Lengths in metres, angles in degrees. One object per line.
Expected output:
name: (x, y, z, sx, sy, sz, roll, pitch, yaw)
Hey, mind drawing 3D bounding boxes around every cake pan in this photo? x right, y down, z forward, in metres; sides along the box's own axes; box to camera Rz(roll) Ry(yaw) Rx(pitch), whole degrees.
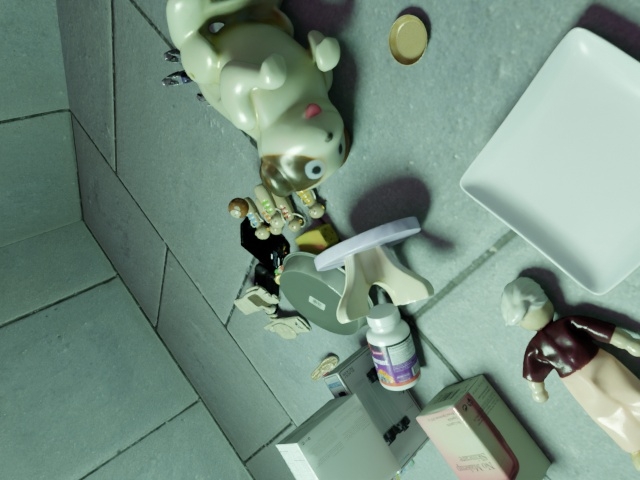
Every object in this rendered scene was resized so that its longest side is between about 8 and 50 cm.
cake pan: (0.006, 0.153, 1.180, 0.293, 0.054, 0.293, 26, 146, 19)

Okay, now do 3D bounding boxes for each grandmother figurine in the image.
grandmother figurine: (0.442, 0.210, 0.752, 0.208, 0.104, 0.342, -46, 71, 24)

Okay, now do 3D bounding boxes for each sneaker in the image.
sneaker: (0.024, 0.406, 1.417, 0.118, 0.067, 0.042, -44, 73, 21)

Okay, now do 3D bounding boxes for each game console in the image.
game console: (-0.191, 0.100, 1.470, 0.213, 0.043, 0.362, 36, 136, 33)

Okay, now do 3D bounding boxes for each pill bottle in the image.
pill bottle: (0.175, 0.259, 1.079, 0.108, 0.108, 0.194, 0, 112, 50)

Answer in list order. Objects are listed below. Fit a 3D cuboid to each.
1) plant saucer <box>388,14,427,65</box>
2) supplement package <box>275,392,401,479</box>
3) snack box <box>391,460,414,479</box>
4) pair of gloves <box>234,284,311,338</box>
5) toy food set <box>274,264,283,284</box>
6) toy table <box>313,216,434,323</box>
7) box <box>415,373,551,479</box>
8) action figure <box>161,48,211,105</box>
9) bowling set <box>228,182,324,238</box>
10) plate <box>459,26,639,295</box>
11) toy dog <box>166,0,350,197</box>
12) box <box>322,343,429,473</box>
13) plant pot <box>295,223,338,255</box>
plant saucer: (0.159, -0.359, 0.784, 0.083, 0.015, 0.084, 27, 131, 37)
supplement package: (0.041, 0.519, 1.054, 0.203, 0.194, 0.149, 57, 146, 8)
snack box: (0.205, 0.697, 1.328, 0.037, 0.100, 0.141, 56, 144, 9)
pair of gloves: (-0.162, 0.243, 1.474, 0.240, 0.042, 0.204, 42, 140, -12)
toy food set: (-0.100, 0.105, 1.344, 0.083, 0.020, 0.083, 5, 127, 0)
toy table: (0.113, 0.074, 0.945, 0.274, 0.252, 0.161, -31, 73, 54)
box: (0.354, 0.443, 0.968, 0.232, 0.126, 0.149, 54, 142, 11)
action figure: (-0.338, -0.478, 1.232, 0.284, 0.099, 0.186, 20, 122, 38)
bowling set: (-0.144, -0.065, 1.188, 0.154, 0.199, 0.287, 60, 147, 0)
plate: (0.385, -0.104, 0.625, 0.277, 0.045, 0.278, 45, 130, 20)
toy dog: (-0.111, -0.291, 0.934, 0.408, 0.284, 0.395, 54, 143, 7)
box: (0.156, 0.442, 1.169, 0.290, 0.169, 0.087, 56, 143, 7)
plant pot: (0.000, 0.000, 1.151, 0.083, 0.081, 0.081, -35, 85, 47)
